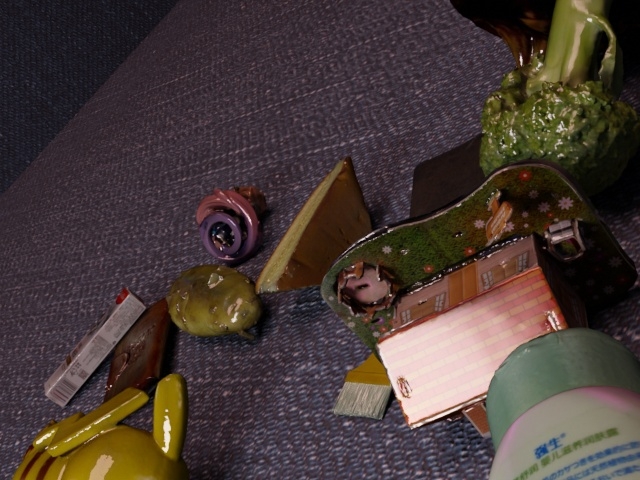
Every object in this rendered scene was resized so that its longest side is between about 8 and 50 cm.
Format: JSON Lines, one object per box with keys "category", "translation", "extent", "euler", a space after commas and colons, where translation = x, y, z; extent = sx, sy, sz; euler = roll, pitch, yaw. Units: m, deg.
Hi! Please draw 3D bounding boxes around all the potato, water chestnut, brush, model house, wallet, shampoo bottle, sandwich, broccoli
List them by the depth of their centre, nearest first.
{"category": "shampoo bottle", "translation": [0.217, 0.203, 0.818], "extent": [0.222, 0.151, 0.349], "euler": [-37, 25, 19]}
{"category": "model house", "translation": [0.154, 0.078, 1.050], "extent": [0.294, 0.207, 0.154], "euler": [-28, 30, 24]}
{"category": "brush", "translation": [0.081, 0.119, 1.263], "extent": [0.083, 0.011, 0.205], "euler": [-4, 53, 50]}
{"category": "broccoli", "translation": [0.310, -0.177, 1.287], "extent": [0.302, 0.186, 0.254], "euler": [-63, 2, -24]}
{"category": "wallet", "translation": [0.184, -0.026, 1.372], "extent": [0.170, 0.044, 0.321], "euler": [-26, 31, 29]}
{"category": "water chestnut", "translation": [0.325, -0.351, 1.457], "extent": [0.335, 0.335, 0.347], "euler": [3, 87, 56]}
{"category": "sandwich", "translation": [0.000, 0.000, 1.522], "extent": [0.094, 0.096, 0.258], "euler": [-16, 34, 52]}
{"category": "potato", "translation": [-0.156, 0.092, 1.583], "extent": [0.225, 0.090, 0.117], "euler": [10, 68, 55]}
{"category": "wallet", "translation": [-0.288, 0.185, 1.677], "extent": [0.137, 0.031, 0.255], "euler": [-37, 22, 17]}

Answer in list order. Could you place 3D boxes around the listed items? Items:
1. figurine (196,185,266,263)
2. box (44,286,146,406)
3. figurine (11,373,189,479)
{"category": "figurine", "translation": [-0.150, -0.043, 1.777], "extent": [0.114, 0.126, 0.157], "euler": [8, 34, -2]}
{"category": "box", "translation": [-0.375, 0.177, 1.762], "extent": [0.218, 0.039, 0.055], "euler": [-51, 19, -3]}
{"category": "figurine", "translation": [-0.263, 0.291, 1.306], "extent": [0.327, 0.169, 0.218], "euler": [-13, 40, 45]}
